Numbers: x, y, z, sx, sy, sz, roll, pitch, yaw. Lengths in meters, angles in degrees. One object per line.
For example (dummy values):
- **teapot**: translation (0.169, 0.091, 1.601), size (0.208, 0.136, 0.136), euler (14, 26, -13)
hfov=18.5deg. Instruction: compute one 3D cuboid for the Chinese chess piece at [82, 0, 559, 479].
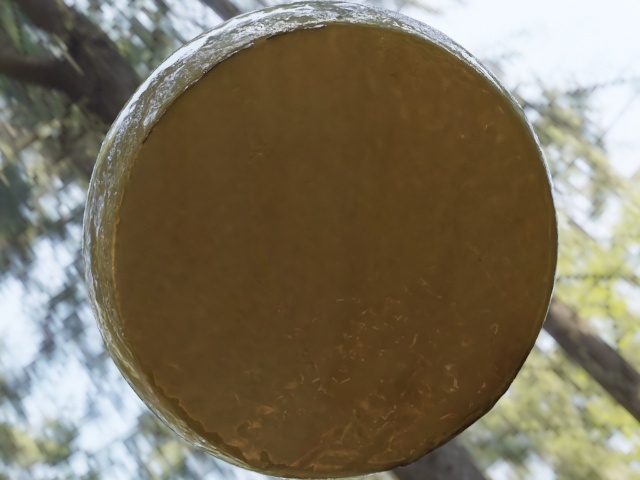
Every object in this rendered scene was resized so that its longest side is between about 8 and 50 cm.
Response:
- **Chinese chess piece**: translation (0.000, 0.000, 1.027), size (0.250, 0.097, 0.251), euler (-2, -81, -11)
